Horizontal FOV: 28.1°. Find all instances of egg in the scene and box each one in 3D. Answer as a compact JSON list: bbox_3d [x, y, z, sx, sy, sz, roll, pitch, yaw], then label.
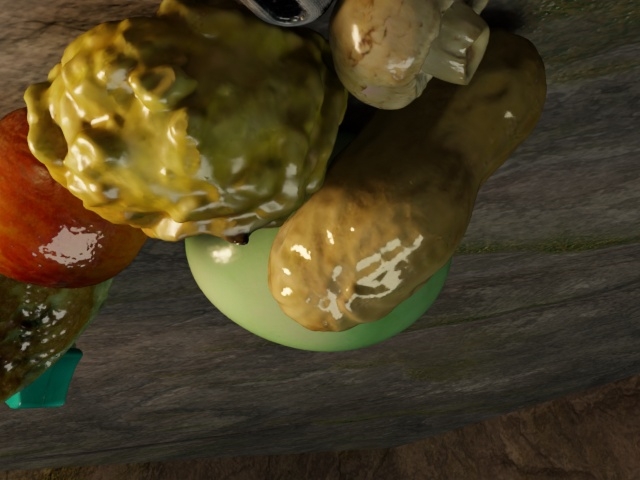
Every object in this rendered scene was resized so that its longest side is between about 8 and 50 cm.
[{"bbox_3d":[0.000,0.000,1.271,0.270,0.220,0.220,5,159,-23],"label":"egg"}]

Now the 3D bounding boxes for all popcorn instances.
[{"bbox_3d":[-0.094,-0.079,0.998,0.233,0.192,0.266,-18,162,26],"label":"popcorn"}]

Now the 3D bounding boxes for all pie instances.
[{"bbox_3d":[-0.338,0.069,1.330,0.302,0.067,0.302,-35,151,-22],"label":"pie"}]

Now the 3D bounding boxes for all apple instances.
[{"bbox_3d":[-0.243,-0.041,1.143,0.173,0.160,0.195,27,147,-30],"label":"apple"}]

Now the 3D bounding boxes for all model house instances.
[{"bbox_3d":[-0.386,0.146,1.665,0.127,0.149,0.100,-26,161,39],"label":"model house"}]

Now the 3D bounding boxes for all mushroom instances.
[{"bbox_3d":[0.068,-0.162,0.938,0.112,0.148,0.148,27,170,14],"label":"mushroom"}]

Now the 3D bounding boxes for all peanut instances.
[{"bbox_3d":[0.082,-0.051,1.098,0.319,0.147,0.147,-49,163,-5],"label":"peanut"}]

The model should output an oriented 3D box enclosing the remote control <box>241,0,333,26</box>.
[{"bbox_3d":[-0.061,-0.204,0.820,0.090,0.066,0.266,-21,161,18],"label":"remote control"}]
